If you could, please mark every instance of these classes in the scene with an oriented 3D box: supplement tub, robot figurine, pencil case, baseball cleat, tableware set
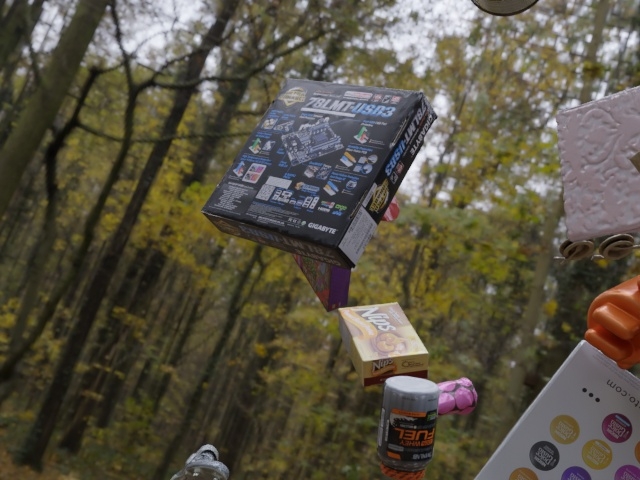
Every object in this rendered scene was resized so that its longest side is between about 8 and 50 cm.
[{"bbox_3d":[0.176,0.381,1.741,0.117,0.190,0.117,4,6,-1],"label":"supplement tub"},{"bbox_3d":[0.529,0.127,1.416,0.219,0.158,0.128,-18,2,-38],"label":"robot figurine"},{"bbox_3d":[0.249,0.375,1.938,0.209,0.098,0.095,-9,39,-24],"label":"pencil case"},{"bbox_3d":[-0.217,0.419,1.594,0.072,0.109,0.206,45,-40,-12],"label":"baseball cleat"},{"bbox_3d":[0.676,0.024,2.082,0.194,0.039,0.128,-1,-38,-13],"label":"tableware set"}]

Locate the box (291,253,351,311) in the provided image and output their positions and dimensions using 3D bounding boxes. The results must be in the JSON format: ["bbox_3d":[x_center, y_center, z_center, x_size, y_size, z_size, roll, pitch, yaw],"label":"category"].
[{"bbox_3d":[0.000,0.000,1.934,0.201,0.057,0.293,57,-22,33],"label":"box"}]

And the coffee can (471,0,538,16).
[{"bbox_3d":[0.384,-0.603,1.816,0.202,0.201,0.275,15,7,16],"label":"coffee can"}]

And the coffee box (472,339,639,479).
[{"bbox_3d":[0.509,0.441,1.599,0.338,0.334,0.338,38,-7,17],"label":"coffee box"}]

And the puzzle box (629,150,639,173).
[{"bbox_3d":[0.644,-0.072,1.323,0.052,0.409,0.272,-42,-101,40],"label":"puzzle box"}]

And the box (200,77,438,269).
[{"bbox_3d":[-0.005,-0.120,1.369,0.296,0.293,0.073,14,-25,39],"label":"box"}]

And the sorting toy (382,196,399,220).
[{"bbox_3d":[0.055,-0.057,2.335,0.365,0.127,0.126,-21,-7,-43],"label":"sorting toy"}]

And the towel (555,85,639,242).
[{"bbox_3d":[0.676,-0.173,1.855,0.317,0.331,0.053,-14,-26,36],"label":"towel"}]

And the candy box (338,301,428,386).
[{"bbox_3d":[0.170,0.285,2.404,0.183,0.087,0.316,-5,22,-10],"label":"candy box"}]
